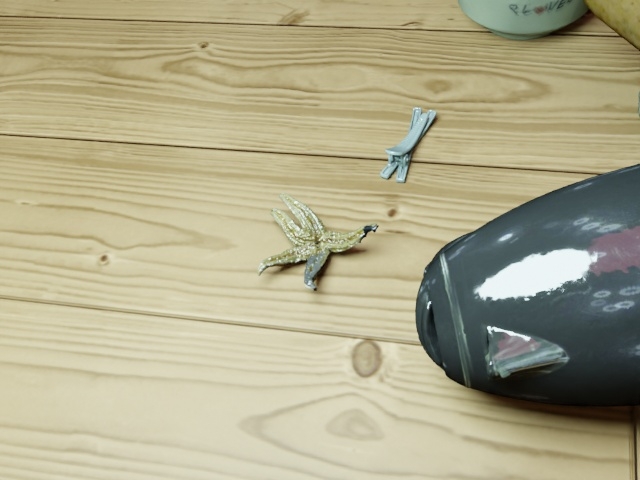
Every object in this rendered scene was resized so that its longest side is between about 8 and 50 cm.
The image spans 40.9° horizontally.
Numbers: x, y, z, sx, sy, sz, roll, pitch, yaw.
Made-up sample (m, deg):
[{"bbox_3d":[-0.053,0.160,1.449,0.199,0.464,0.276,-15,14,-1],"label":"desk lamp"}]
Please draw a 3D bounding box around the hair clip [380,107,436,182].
[{"bbox_3d":[0.104,-0.120,1.004,0.030,0.039,0.115,18,53,15],"label":"hair clip"}]

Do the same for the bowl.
[{"bbox_3d":[0.266,-0.339,1.114,0.211,0.112,0.211,-4,51,5],"label":"bowl"}]

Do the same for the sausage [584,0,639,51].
[{"bbox_3d":[0.453,-0.190,0.890,0.501,0.123,0.136,42,41,20],"label":"sausage"}]

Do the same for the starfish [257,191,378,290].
[{"bbox_3d":[0.001,0.005,0.909,0.130,0.041,0.133,-7,55,14],"label":"starfish"}]

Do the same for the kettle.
[{"bbox_3d":[0.229,0.039,0.773,0.290,0.207,0.268,-13,20,9],"label":"kettle"}]

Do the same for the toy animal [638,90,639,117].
[{"bbox_3d":[0.410,-0.174,0.996,0.079,0.070,0.253,35,42,-9],"label":"toy animal"}]
